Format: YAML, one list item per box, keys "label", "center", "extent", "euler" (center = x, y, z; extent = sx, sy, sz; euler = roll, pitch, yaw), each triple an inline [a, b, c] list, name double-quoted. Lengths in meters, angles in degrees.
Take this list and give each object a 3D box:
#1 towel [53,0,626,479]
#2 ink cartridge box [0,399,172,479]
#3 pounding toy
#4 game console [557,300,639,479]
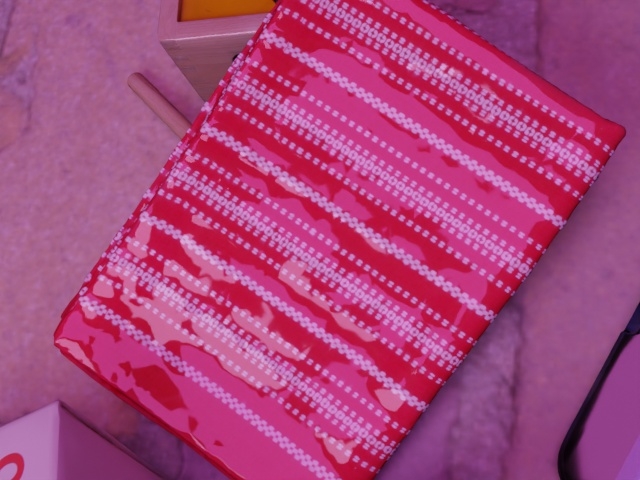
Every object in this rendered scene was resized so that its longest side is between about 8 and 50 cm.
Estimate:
- label: "towel"
  center: [0.000, 0.000, 0.453]
  extent: [0.198, 0.031, 0.275]
  euler: [36, 97, 8]
- label: "ink cartridge box"
  center: [-0.203, 0.233, 0.385]
  extent: [0.289, 0.121, 0.211]
  euler: [-26, 46, 7]
- label: "pounding toy"
  center: [-0.052, -0.129, 0.522]
  extent: [0.181, 0.094, 0.206]
  euler: [-2, 71, 13]
- label: "game console"
  center: [0.286, 0.061, 0.344]
  extent: [0.293, 0.250, 0.173]
  euler: [28, 54, 20]
